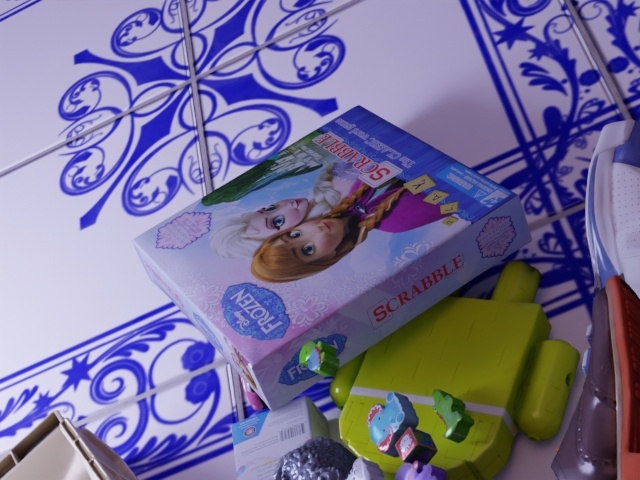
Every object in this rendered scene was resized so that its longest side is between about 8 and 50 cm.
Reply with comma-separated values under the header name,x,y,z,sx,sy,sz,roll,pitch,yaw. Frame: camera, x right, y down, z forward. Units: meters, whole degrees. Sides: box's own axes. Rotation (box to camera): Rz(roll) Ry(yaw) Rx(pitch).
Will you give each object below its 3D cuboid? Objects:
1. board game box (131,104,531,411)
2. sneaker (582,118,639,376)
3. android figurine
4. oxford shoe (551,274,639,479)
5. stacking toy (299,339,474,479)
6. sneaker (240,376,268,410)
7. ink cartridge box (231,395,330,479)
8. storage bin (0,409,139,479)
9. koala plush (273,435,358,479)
name,x,y,z,sx,sy,sz,roll,pitch,yaw
board game box,0.000,0.000,1.293,0.318,0.066,0.318,-33,34,-15
sneaker,0.340,0.043,1.103,0.182,0.127,0.316,-6,59,22
android figurine,0.121,0.138,1.189,0.248,0.056,0.273,2,55,32
oxford shoe,0.223,0.144,0.960,0.098,0.097,0.271,-25,38,33
stacking toy,0.071,0.179,1.016,0.052,0.167,0.221,-55,28,19
sneaker,-0.032,0.112,1.279,0.074,0.063,0.170,-8,28,20
ink cartridge box,-0.034,0.229,1.210,0.088,0.052,0.122,-23,44,14
storage bin,-0.277,0.345,1.211,0.262,0.123,0.260,-43,44,-7
koala plush,-0.023,0.304,1.051,0.221,0.196,0.203,-42,45,5
